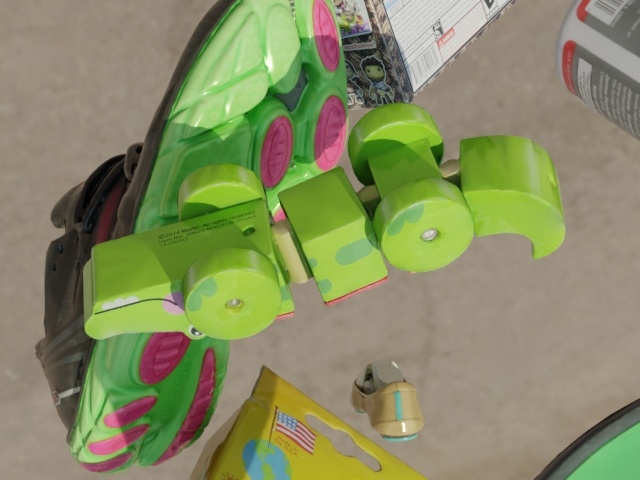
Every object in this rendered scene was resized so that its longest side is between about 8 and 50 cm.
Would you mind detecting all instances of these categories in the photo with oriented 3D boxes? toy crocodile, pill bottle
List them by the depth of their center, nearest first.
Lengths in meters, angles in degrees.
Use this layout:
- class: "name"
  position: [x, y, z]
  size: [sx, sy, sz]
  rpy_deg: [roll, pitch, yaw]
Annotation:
- class: "toy crocodile"
  position: [0.000, 0.000, 1.098]
  size: [0.340, 0.115, 0.105]
  rpy_deg: [-18, 132, 1]
- class: "pill bottle"
  position: [0.367, -0.143, 1.493]
  size: [0.161, 0.283, 0.161]
  rpy_deg: [-22, 132, -26]

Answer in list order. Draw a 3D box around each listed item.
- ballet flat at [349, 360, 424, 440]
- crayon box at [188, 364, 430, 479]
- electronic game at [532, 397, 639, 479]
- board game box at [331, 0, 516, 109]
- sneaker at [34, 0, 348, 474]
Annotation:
- class: "ballet flat"
  position: [0.080, 0.174, 1.867]
  size: [0.080, 0.073, 0.232]
  rpy_deg: [-7, -174, -9]
- class: "crayon box"
  position: [-0.030, 0.274, 1.343]
  size: [0.202, 0.318, 0.081]
  rpy_deg: [36, 127, -8]
- class: "electronic game"
  position: [0.143, 0.136, 0.413]
  size: [0.229, 0.229, 0.048]
  rpy_deg: [-18, 152, -1]
- class: "board game box"
  position: [0.030, -0.288, 1.345]
  size: [0.141, 0.232, 0.291]
  rpy_deg: [0, 121, 38]
- class: "sneaker"
  position: [-0.137, -0.021, 1.320]
  size: [0.185, 0.202, 0.483]
  rpy_deg: [-5, 133, -46]
